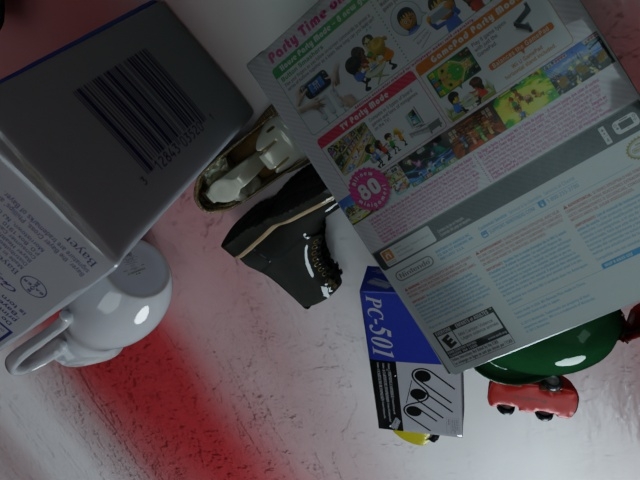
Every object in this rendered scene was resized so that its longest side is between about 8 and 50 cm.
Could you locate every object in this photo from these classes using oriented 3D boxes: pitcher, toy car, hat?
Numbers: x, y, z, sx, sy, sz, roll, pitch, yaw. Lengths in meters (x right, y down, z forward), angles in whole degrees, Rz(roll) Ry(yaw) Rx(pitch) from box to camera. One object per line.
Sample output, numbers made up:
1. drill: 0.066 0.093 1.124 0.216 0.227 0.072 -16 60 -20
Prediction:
1. pitcher: -0.288 0.094 0.752 0.126 0.177 0.207 53 130 7
2. toy car: 0.150 0.140 0.709 0.238 0.053 0.225 -25 114 32
3. hat: 0.242 0.097 0.524 0.172 0.184 0.209 -9 118 -11

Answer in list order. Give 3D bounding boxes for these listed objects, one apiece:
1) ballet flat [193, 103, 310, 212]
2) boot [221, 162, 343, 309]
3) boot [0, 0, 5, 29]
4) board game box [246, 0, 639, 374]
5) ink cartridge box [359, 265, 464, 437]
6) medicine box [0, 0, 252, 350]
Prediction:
1. ballet flat: -0.055 -0.082 0.604 0.073 0.067 0.206 43 128 -18
2. boot: 0.000 0.000 0.653 0.137 0.077 0.197 42 141 -19
3. boot: -0.399 -0.352 0.483 0.348 0.131 0.260 38 129 -11
4. board game box: 0.118 -0.077 0.463 0.224 0.097 0.304 -31 93 31
5. ink cartridge box: 0.103 0.123 0.646 0.097 0.046 0.207 0 124 17
6. medicine box: -0.248 -0.051 0.570 0.289 0.264 0.149 -28 112 33
